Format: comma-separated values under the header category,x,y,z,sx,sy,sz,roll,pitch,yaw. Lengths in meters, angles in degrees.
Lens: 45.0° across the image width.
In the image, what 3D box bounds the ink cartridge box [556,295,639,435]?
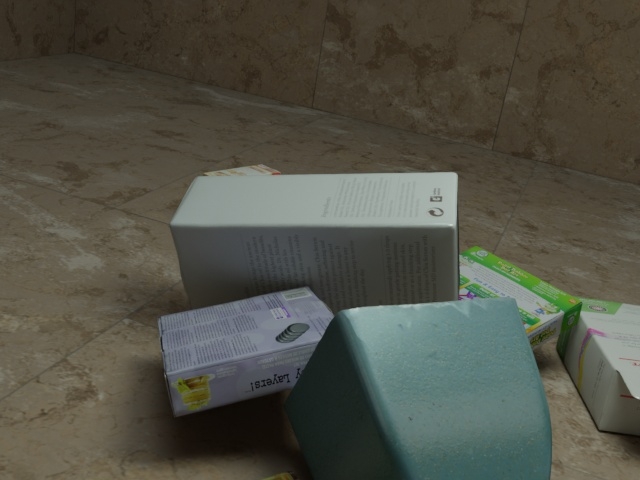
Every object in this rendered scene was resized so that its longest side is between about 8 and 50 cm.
category,x,y,z,sx,sy,sz,roll,pitch,yaw
ink cartridge box,0.552,0.231,1.314,0.207,0.119,0.353,8,20,0

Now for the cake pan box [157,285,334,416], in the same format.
category,x,y,z,sx,sy,sz,roll,pitch,yaw
cake pan box,-0.104,0.145,1.110,0.246,0.070,0.267,-10,14,-13

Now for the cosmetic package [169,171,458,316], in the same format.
category,x,y,z,sx,sy,sz,roll,pitch,yaw
cosmetic package,0.003,0.022,1.297,0.453,0.230,0.161,1,36,11

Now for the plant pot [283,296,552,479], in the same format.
category,x,y,z,sx,sy,sz,roll,pitch,yaw
plant pot,0.128,0.245,0.927,0.248,0.247,0.252,-2,53,-23

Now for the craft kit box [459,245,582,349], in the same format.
category,x,y,z,sx,sy,sz,roll,pitch,yaw
craft kit box,0.289,0.115,1.382,0.247,0.061,0.250,-23,38,-31

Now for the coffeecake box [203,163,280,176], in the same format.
category,x,y,z,sx,sy,sz,roll,pitch,yaw
coffeecake box,-0.188,-0.091,1.786,0.068,0.142,0.185,26,27,34

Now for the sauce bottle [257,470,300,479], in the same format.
category,x,y,z,sx,sy,sz,roll,pitch,yaw
sauce bottle,-0.083,0.315,0.936,0.128,0.042,0.042,-9,28,-36
